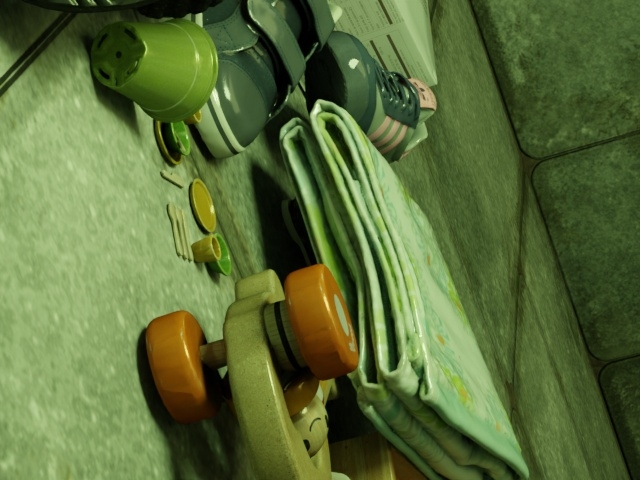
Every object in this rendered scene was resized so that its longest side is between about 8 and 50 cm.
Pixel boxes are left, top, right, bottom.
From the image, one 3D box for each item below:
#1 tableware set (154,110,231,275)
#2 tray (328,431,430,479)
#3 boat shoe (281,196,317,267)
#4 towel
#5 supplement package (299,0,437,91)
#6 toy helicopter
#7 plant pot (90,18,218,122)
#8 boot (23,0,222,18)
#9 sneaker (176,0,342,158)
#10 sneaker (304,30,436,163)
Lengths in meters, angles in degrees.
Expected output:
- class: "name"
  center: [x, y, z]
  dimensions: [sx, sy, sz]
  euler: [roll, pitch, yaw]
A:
- class: "tableware set"
  center: [-0.103, -0.049, 1.405]
  dimensions: [0.104, 0.024, 0.154]
  euler: [35, 41, -68]
- class: "tray"
  center: [0.088, 0.403, 1.540]
  dimensions: [0.203, 0.076, 0.411]
  euler: [48, 28, -59]
- class: "boat shoe"
  center: [0.000, 0.000, 1.704]
  dimensions: [0.046, 0.038, 0.125]
  euler: [-87, 156, -46]
- class: "towel"
  center: [0.087, 0.069, 1.645]
  dimensions: [0.374, 0.090, 0.321]
  euler: [49, 22, -60]
- class: "supplement package"
  center: [0.025, -0.310, 1.911]
  dimensions: [0.204, 0.145, 0.262]
  euler: [59, 22, -44]
- class: "toy helicopter"
  center: [-0.013, 0.134, 1.345]
  dimensions: [0.355, 0.140, 0.235]
  euler: [-49, 120, -81]
- class: "plant pot"
  center: [-0.135, -0.137, 1.296]
  dimensions: [0.079, 0.083, 0.083]
  euler: [7, 67, -61]
- class: "boot"
  center: [-0.128, -0.236, 1.264]
  dimensions: [0.260, 0.348, 0.131]
  euler: [-6, -80, 62]
- class: "sneaker"
  center: [-0.054, -0.212, 1.564]
  dimensions: [0.321, 0.127, 0.126]
  euler: [-89, 159, -45]
- class: "sneaker"
  center: [0.056, -0.152, 1.740]
  dimensions: [0.319, 0.131, 0.112]
  euler: [94, -21, -80]
